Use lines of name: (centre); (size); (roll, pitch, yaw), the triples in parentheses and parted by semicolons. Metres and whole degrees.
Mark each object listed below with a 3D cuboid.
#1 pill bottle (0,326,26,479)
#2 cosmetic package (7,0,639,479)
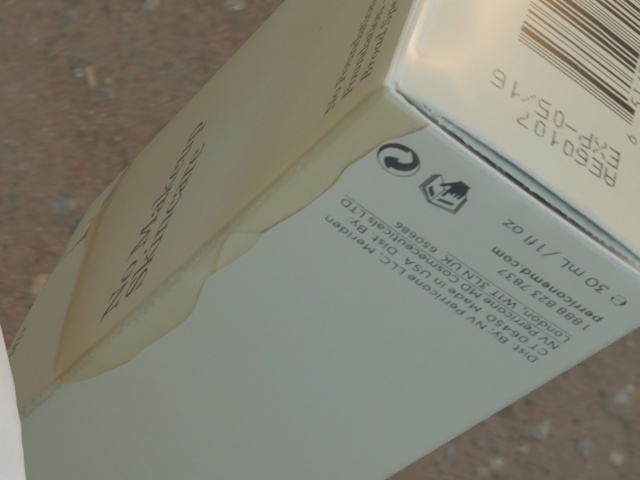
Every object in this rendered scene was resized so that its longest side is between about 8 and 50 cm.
pill bottle: (-0.284, 0.076, 0.404); (0.392, 0.224, 0.224); (-1, 91, -34)
cosmetic package: (0.000, 0.000, 0.630); (0.113, 0.309, 0.160); (35, 48, -15)
